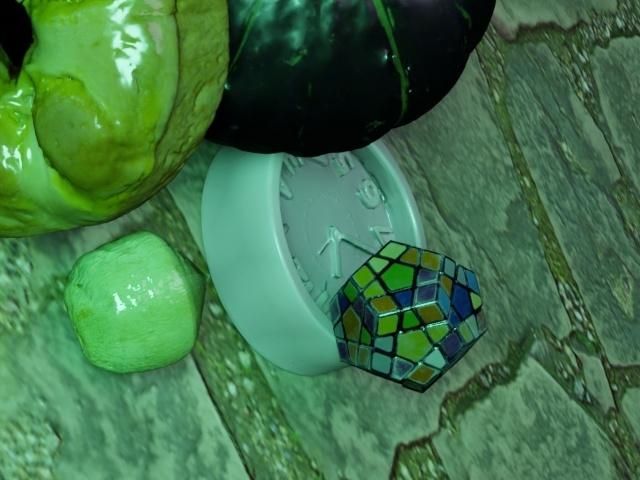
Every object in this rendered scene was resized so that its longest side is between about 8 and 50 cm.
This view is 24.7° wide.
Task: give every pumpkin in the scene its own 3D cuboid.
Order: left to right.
[{"bbox_3d":[-0.029,-0.192,1.005,0.296,0.296,0.295,27,54,-45],"label":"pumpkin"}]

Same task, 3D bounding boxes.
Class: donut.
[{"bbox_3d":[-0.156,-0.136,0.835,0.128,0.209,0.261,-19,95,-56],"label":"donut"}]

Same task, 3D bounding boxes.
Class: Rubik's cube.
[{"bbox_3d":[0.061,0.053,1.021,0.093,0.111,0.111,46,35,7],"label":"Rubik's cube"}]

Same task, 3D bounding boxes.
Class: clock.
[{"bbox_3d":[0.000,0.000,1.103,0.197,0.068,0.196,26,56,-46],"label":"clock"}]

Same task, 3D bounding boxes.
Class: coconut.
[{"bbox_3d":[-0.113,0.038,0.921,0.096,0.088,0.087,-17,89,-26],"label":"coconut"}]
